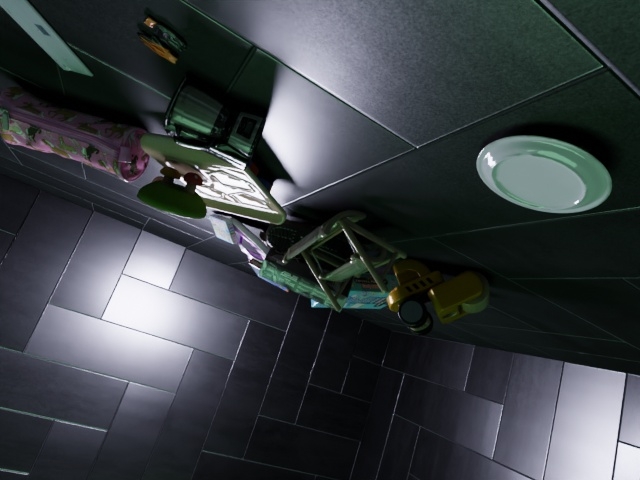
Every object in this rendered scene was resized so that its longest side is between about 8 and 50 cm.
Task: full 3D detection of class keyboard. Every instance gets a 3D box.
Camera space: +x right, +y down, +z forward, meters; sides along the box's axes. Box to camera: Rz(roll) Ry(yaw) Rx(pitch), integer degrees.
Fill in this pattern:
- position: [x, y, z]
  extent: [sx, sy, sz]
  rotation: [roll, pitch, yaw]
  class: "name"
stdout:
- position: [-0.538, -0.405, 0.802]
  extent: [0.072, 0.014, 0.256]
  rotation: [12, 165, 8]
  class: "keyboard"

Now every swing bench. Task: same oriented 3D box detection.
- position: [0.065, 0.047, 1.250]
  extent: [0.254, 0.165, 0.253]
  rotation: [44, 144, -11]
  class: "swing bench"

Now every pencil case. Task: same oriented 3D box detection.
- position: [-0.655, -0.281, 1.126]
  extent: [0.385, 0.167, 0.160]
  rotation: [18, 133, 2]
  class: "pencil case"

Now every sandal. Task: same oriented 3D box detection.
- position: [-0.248, 0.075, 1.748]
  extent: [0.416, 0.102, 0.169]
  rotation: [46, 169, -8]
  class: "sandal"

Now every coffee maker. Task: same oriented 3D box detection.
- position: [-0.211, -0.232, 0.859]
  extent: [0.178, 0.120, 0.171]
  rotation: [24, -172, -14]
  class: "coffee maker"

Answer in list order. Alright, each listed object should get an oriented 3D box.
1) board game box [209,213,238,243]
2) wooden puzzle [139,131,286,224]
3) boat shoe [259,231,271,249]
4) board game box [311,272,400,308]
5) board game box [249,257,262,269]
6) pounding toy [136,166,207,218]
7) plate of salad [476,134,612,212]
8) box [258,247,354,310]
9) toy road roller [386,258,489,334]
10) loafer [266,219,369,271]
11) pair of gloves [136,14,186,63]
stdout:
- position: [-0.404, -0.050, 1.748]
  extent: [0.154, 0.026, 0.104]
  rotation: [18, 129, 49]
  class: "board game box"
- position: [-0.278, -0.181, 1.183]
  extent: [0.322, 0.081, 0.348]
  rotation: [14, 160, 20]
  class: "wooden puzzle"
- position: [-0.217, 0.011, 1.835]
  extent: [0.064, 0.060, 0.178]
  rotation: [13, 164, 23]
  class: "boat shoe"
- position: [0.159, 0.212, 1.742]
  extent: [0.335, 0.079, 0.254]
  rotation: [5, 155, -22]
  class: "board game box"
- position: [-0.186, 0.137, 1.602]
  extent: [0.145, 0.027, 0.281]
  rotation: [28, 167, 5]
  class: "board game box"
- position: [-0.386, -0.147, 1.149]
  extent: [0.182, 0.110, 0.237]
  rotation: [19, -170, -16]
  class: "pounding toy"
- position: [0.354, -0.109, 0.676]
  extent: [0.199, 0.048, 0.200]
  rotation: [28, 164, 9]
  class: "plate of salad"
- position: [-0.034, 0.097, 1.485]
  extent: [0.307, 0.077, 0.242]
  rotation: [25, -150, 1]
  class: "box"
- position: [0.387, 0.163, 1.446]
  extent: [0.329, 0.241, 0.202]
  rotation: [-24, 152, 11]
  class: "toy road roller"
- position: [0.000, 0.000, 1.449]
  extent: [0.365, 0.134, 0.130]
  rotation: [21, -159, -5]
  class: "loafer"
- position: [-0.266, -0.336, 0.706]
  extent: [0.074, 0.010, 0.083]
  rotation: [29, 160, -31]
  class: "pair of gloves"
